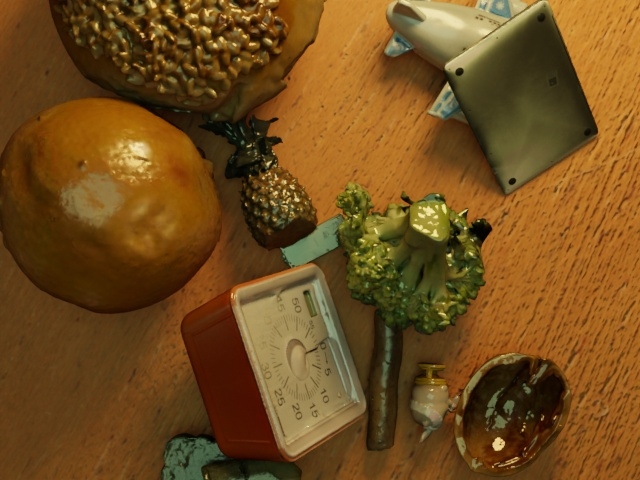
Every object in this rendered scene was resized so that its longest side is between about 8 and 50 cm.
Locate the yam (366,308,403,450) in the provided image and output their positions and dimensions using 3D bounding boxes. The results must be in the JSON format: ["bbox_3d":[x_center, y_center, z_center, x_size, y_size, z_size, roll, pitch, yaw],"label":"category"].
[{"bbox_3d":[0.101,0.215,1.490,0.057,0.057,0.241,4,92,-1],"label":"yam"}]

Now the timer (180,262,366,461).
[{"bbox_3d":[-0.055,0.181,1.417,0.250,0.161,0.257,-16,87,-44],"label":"timer"}]

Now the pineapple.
[{"bbox_3d":[-0.095,-0.113,1.467,0.125,0.125,0.251,-28,78,-1],"label":"pineapple"}]

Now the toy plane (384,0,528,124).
[{"bbox_3d":[0.227,-0.312,1.461,0.267,0.122,0.266,0,93,-8],"label":"toy plane"}]

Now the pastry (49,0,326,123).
[{"bbox_3d":[-0.198,-0.368,1.378,0.410,0.245,0.409,0,80,0],"label":"pastry"}]

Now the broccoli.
[{"bbox_3d":[0.148,-0.003,1.399,0.247,0.243,0.262,-26,75,-13],"label":"broccoli"}]

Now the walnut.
[{"bbox_3d":[0.289,0.264,1.475,0.167,0.087,0.211,37,91,-7],"label":"walnut"}]

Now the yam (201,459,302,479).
[{"bbox_3d":[-0.100,0.353,1.392,0.147,0.070,0.069,-9,90,-3],"label":"yam"}]

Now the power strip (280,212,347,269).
[{"bbox_3d":[0.000,0.000,1.505,0.136,0.019,0.050,-29,88,-1],"label":"power strip"}]

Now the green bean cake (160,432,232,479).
[{"bbox_3d":[-0.158,0.395,1.460,0.184,0.094,0.184,4,88,-2],"label":"green bean cake"}]

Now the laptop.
[{"bbox_3d":[0.315,-0.215,1.445,0.188,0.015,0.269,-34,124,0],"label":"laptop"}]

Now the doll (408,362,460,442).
[{"bbox_3d":[0.182,0.259,1.480,0.084,0.073,0.127,5,86,-5],"label":"doll"}]

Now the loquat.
[{"bbox_3d":[-0.306,-0.053,1.351,0.329,0.328,0.328,0,90,-1],"label":"loquat"}]
